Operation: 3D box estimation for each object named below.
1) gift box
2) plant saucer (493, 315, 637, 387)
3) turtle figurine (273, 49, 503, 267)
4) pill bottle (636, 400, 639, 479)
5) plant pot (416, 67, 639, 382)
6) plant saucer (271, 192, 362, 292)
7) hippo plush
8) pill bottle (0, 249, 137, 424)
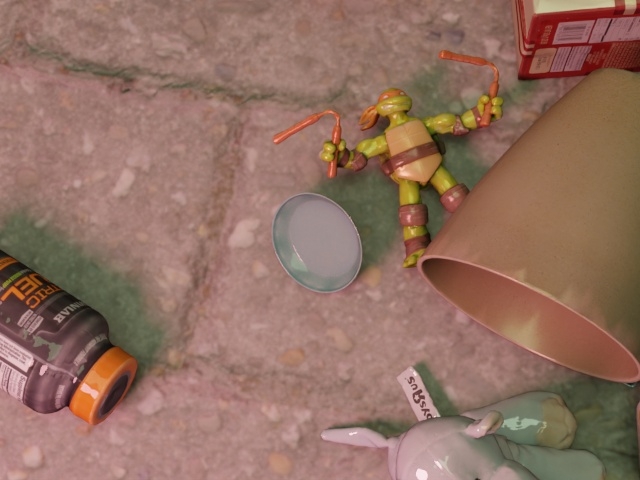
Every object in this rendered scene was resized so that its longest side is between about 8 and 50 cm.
[{"bbox_3d":[0.303,-0.340,1.656,0.276,0.255,0.258,-2,77,-3],"label":"gift box"},{"bbox_3d":[0.275,0.093,1.665,0.192,0.018,0.067,27,79,11],"label":"plant saucer"},{"bbox_3d":[0.096,-0.082,1.689,0.270,0.087,0.217,-18,82,-9],"label":"turtle figurine"},{"bbox_3d":[0.393,0.220,1.570,0.119,0.119,0.208,-1,76,4],"label":"pill bottle"},{"bbox_3d":[0.278,-0.032,1.560,0.256,0.256,0.274,28,78,11],"label":"plant pot"},{"bbox_3d":[0.000,0.000,1.680,0.119,0.021,0.119,14,116,29],"label":"plant saucer"},{"bbox_3d":[0.170,0.230,1.523,0.234,0.236,0.294,-37,76,-5],"label":"hippo plush"},{"bbox_3d":[-0.324,0.105,1.650,0.246,0.130,0.130,31,80,11],"label":"pill bottle"}]
